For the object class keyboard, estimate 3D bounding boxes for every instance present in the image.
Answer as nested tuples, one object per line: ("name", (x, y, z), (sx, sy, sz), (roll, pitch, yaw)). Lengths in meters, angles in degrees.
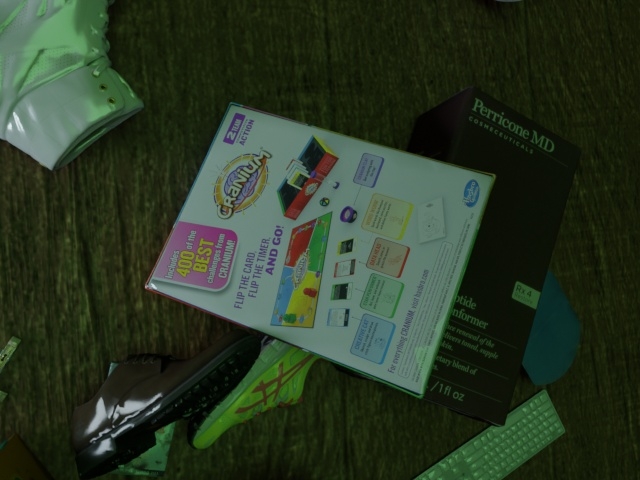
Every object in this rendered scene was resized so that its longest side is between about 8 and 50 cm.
("keyboard", (0.246, 0.308, 0.752), (0.256, 0.014, 0.072), (-25, 94, -20))

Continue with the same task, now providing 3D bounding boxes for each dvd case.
("dvd case", (-0.209, 0.205, 0.599), (0.087, 0.013, 0.119), (14, 82, -18))

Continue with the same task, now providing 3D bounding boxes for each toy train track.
("toy train track", (-0.347, 0.140, 0.555), (0.048, 0.014, 0.083), (33, 75, -14))

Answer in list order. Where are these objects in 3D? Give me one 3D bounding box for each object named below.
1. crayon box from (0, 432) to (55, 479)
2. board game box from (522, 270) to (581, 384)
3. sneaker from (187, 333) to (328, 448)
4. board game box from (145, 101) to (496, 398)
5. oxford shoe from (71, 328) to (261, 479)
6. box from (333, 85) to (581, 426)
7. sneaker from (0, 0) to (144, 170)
("crayon box", (-0.216, 0.345, 0.400), (0.106, 0.363, 0.313), (-36, 98, -19))
("board game box", (0.320, 0.126, 0.785), (0.133, 0.033, 0.168), (-39, 104, -23))
("sneaker", (-0.064, 0.173, 0.619), (0.208, 0.081, 0.094), (-43, 106, -16))
("board game box", (0.000, 0.000, 0.582), (0.317, 0.064, 0.242), (19, 78, 14))
("oxford shoe", (-0.167, 0.146, 0.539), (0.227, 0.083, 0.096), (-32, 65, 3))
("box", (0.181, 0.021, 0.688), (0.191, 0.143, 0.381), (23, 77, -16))
("sneaker", (-0.251, -0.218, 0.576), (0.169, 0.108, 0.292), (37, 85, -15))
